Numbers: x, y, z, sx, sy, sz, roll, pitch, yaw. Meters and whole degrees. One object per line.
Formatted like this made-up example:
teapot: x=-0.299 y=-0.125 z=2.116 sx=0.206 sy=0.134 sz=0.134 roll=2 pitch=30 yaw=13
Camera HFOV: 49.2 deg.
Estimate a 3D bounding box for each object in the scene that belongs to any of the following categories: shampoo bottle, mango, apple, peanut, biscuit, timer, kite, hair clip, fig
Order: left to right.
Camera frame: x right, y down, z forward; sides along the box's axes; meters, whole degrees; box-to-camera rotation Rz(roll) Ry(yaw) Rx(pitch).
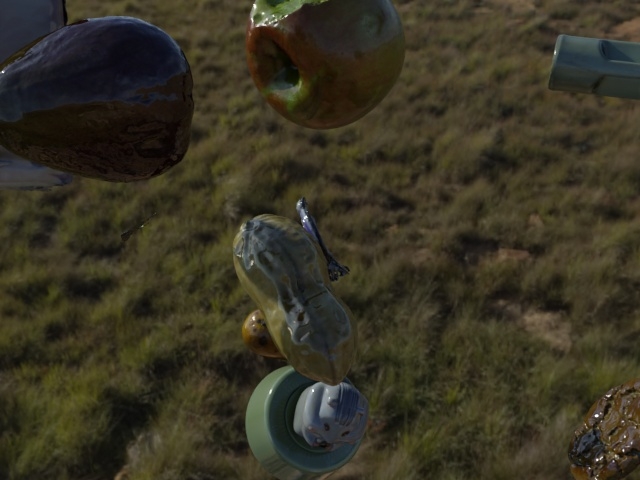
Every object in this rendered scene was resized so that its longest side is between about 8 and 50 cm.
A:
fig: x=-0.264 y=-0.126 z=0.686 sx=0.274 sy=0.170 sz=0.146 roll=-13 pitch=59 yaw=-17
kite: x=-0.406 y=-0.022 z=1.522 sx=0.122 sy=0.004 sz=0.090 roll=-38 pitch=-3 yaw=33
mango: x=-0.053 y=0.163 z=1.195 sx=0.115 sy=0.178 sz=0.090 roll=-21 pitch=56 yaw=37
peanut: x=-0.037 y=0.084 z=1.058 sx=0.147 sy=0.147 sz=0.306 roll=-16 pitch=61 yaw=-20
hair clip: x=0.000 y=0.000 z=1.371 sx=0.049 sy=0.172 sz=0.116 roll=-28 pitch=17 yaw=-6
timer: x=0.003 y=0.407 z=1.618 sx=0.290 sy=0.315 sz=0.291 roll=8 pitch=68 yaw=-19
apple: x=0.015 y=-0.410 z=1.484 sx=0.339 sy=0.340 sz=0.340 roll=-3 pitch=30 yaw=2
biscuit: x=0.520 y=0.334 z=1.234 sx=0.042 sy=0.226 sz=0.226 roll=38 pitch=37 yaw=-2
shampoo bottle: x=0.477 y=-0.260 z=1.073 sx=0.234 sy=0.087 sz=0.118 roll=11 pitch=15 yaw=17

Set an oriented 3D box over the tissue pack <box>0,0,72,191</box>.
tissue pack: x=-0.433 y=-0.235 z=0.863 sx=0.242 sy=0.344 sz=0.125 roll=-2 pitch=20 yaw=-12
